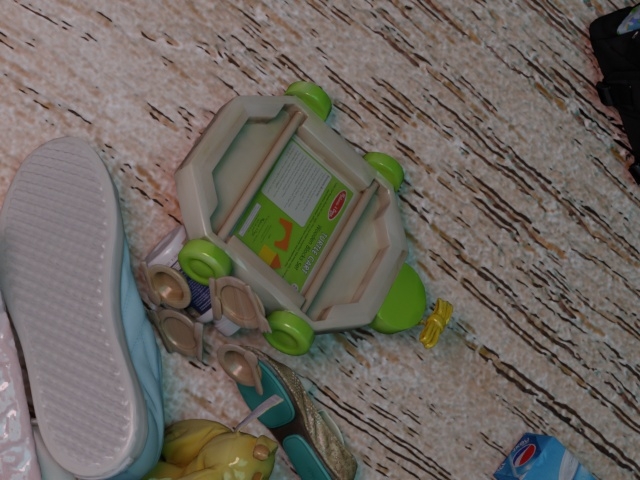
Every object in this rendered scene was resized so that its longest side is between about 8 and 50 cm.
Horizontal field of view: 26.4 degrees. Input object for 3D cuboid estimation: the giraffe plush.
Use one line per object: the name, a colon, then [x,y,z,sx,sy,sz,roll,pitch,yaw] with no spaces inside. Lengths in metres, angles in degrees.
giraffe plush: [-0.094,0.284,1.417,0.210,0.181,0.170,-28,110,-5]

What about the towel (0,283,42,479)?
towel: [-0.433,0.153,1.244,0.332,0.053,0.317,-11,95,-23]

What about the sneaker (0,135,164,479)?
sneaker: [-0.239,0.078,1.398,0.135,0.150,0.366,-12,69,7]

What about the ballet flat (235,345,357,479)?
ballet flat: [-0.026,0.194,1.509,0.067,0.073,0.206,-42,107,-47]

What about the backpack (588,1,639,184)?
backpack: [0.538,-0.195,1.604,0.273,0.355,0.290,-28,97,-23]

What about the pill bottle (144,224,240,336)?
pill bottle: [-0.128,0.046,1.465,0.120,0.067,0.067,45,72,-14]

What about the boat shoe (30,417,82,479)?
boat shoe: [-0.262,0.300,1.383,0.095,0.079,0.254,-21,93,-6]

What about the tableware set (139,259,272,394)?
tableware set: [-0.118,0.084,1.406,0.020,0.169,0.141,-47,142,-40]

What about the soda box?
soda box: [0.309,0.324,1.630,0.210,0.067,0.071,46,72,-15]

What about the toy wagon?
toy wagon: [0.000,0.000,1.490,0.344,0.068,0.267,42,54,-17]
